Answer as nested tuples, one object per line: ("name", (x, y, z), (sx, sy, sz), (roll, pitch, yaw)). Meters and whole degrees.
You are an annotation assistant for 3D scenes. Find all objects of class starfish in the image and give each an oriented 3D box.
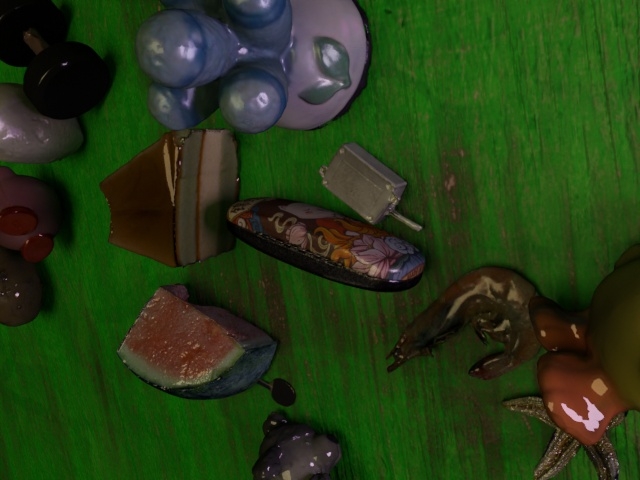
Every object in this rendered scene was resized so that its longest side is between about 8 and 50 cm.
("starfish", (0.316, 0.235, 0.773), (0.176, 0.053, 0.208), (15, 98, 41))

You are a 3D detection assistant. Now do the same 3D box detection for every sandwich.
("sandwich", (-0.263, -0.095, 1.019), (0.198, 0.155, 0.227), (18, 111, 30))

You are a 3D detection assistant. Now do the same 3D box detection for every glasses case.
("glasses case", (0.000, 0.000, 0.885), (0.321, 0.122, 0.082), (20, 113, 29))

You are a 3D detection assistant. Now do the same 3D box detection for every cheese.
("cheese", (-0.609, -0.238, 1.199), (0.189, 0.198, 0.154), (15, 102, 36))

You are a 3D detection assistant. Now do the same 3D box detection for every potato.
("potato", (-0.751, 0.079, 1.400), (0.262, 0.165, 0.165), (51, 124, 6))

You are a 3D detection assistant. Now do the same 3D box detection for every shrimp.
("shrimp", (0.198, 0.139, 0.831), (0.251, 0.052, 0.143), (-41, 81, 33))

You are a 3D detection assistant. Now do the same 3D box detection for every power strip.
("power strip", (0.079, -0.070, 0.864), (0.175, 0.042, 0.075), (41, 121, 17))

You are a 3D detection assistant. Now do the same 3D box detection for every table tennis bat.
("table tennis bat", (-0.080, 0.271, 1.077), (0.083, 0.007, 0.050), (18, 111, 28))

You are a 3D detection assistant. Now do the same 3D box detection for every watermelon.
("watermelon", (-0.240, 0.188, 1.088), (0.319, 0.148, 0.226), (-11, 87, 35))

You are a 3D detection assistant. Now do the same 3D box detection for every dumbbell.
("dumbbell", (-0.526, -0.355, 1.135), (0.218, 0.152, 0.152), (48, 123, 15))

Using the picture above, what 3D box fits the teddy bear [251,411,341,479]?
("teddy bear", (-0.026, 0.400, 0.983), (0.144, 0.171, 0.251), (-31, 77, 15))

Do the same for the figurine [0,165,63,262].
("figurine", (-0.648, -0.063, 1.285), (0.173, 0.173, 0.173), (9, 106, 32))

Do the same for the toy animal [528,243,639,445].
("toy animal", (0.400, 0.092, 0.604), (0.338, 0.216, 0.191), (-35, 108, 31))

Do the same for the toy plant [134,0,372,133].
("toy plant", (-0.104, -0.248, 0.770), (0.247, 0.332, 0.247), (8, 106, 30))
